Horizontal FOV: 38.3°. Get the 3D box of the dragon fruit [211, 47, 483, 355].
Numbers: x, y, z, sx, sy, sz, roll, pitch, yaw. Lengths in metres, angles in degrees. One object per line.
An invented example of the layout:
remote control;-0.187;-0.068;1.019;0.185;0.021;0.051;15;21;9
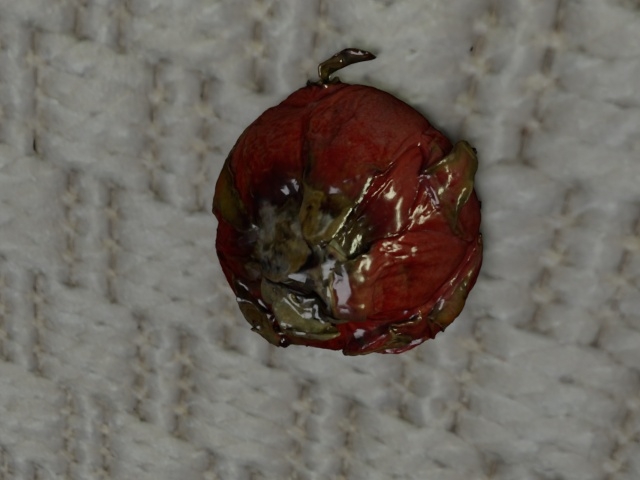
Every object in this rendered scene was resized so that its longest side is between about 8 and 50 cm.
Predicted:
dragon fruit;0.000;0.004;0.668;0.218;0.148;0.224;45;123;4
